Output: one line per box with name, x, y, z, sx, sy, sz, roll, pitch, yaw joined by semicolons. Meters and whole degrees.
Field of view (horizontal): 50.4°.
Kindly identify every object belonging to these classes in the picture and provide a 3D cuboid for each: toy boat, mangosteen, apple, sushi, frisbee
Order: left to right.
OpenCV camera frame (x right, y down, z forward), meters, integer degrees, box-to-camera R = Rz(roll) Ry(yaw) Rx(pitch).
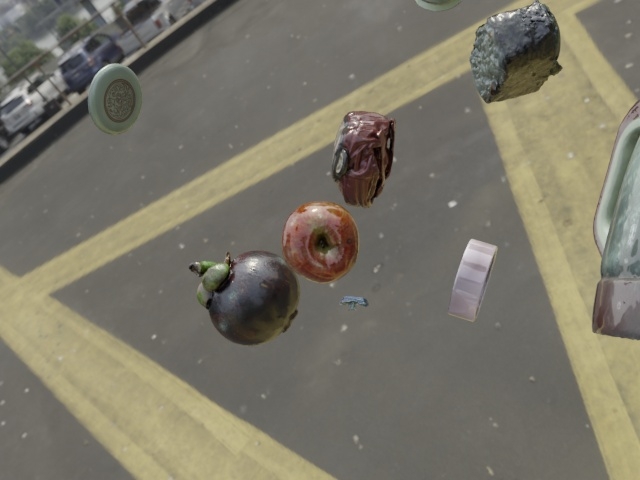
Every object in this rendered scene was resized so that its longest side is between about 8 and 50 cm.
frisbee;-0.316;-0.219;1.058;0.014;0.110;0.110;15;53;25
mangosteen;-0.235;0.158;2.127;0.306;0.359;0.306;-54;0;-1
apple;0.000;0.000;1.219;0.146;0.146;0.131;-39;10;-4
toy boat;0.080;0.156;1.667;0.083;0.038;0.038;1;46;35
sushi;0.339;-0.323;1.178;0.127;0.124;0.225;-17;-8;3

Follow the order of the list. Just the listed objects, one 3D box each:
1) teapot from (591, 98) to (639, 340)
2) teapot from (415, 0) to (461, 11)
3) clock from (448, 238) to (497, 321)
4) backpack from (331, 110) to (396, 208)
teapot;0.399;-0.040;0.698;0.315;0.233;0.312;180;102;-74
teapot;0.227;-0.568;1.299;0.183;0.251;0.184;-5;60;8
clock;0.376;0.099;1.676;0.068;0.197;0.197;17;52;17
backpack;0.098;-0.181;1.566;0.138;0.229;0.229;4;40;6
